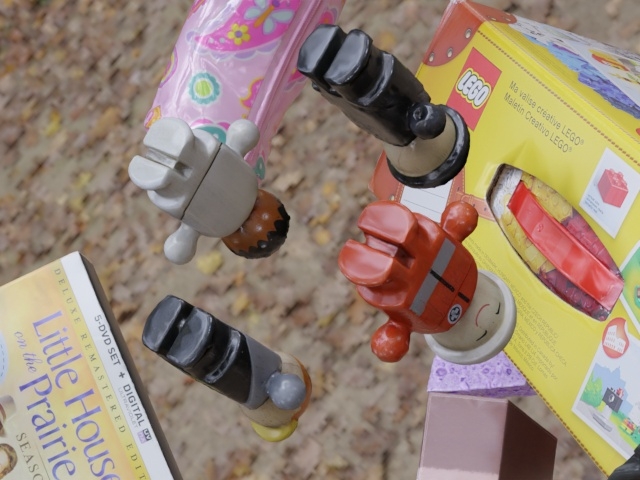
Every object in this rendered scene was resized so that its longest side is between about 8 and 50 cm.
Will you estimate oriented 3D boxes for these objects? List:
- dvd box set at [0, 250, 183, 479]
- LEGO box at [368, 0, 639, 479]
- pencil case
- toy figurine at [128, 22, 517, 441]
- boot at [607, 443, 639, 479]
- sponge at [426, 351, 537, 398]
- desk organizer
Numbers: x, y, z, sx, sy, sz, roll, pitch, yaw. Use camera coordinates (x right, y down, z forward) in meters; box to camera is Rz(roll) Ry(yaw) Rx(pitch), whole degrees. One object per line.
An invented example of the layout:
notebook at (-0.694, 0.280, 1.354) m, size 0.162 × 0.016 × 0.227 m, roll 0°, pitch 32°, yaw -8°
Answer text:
dvd box set at (-0.380, 0.235, 1.414) m, size 0.421 × 0.062 × 0.307 m, roll -25°, pitch 74°, yaw 0°
LEGO box at (0.315, 0.029, 1.023) m, size 0.193 × 0.373 × 0.500 m, roll -67°, pitch 31°, yaw 21°
pencil case at (-0.044, -0.193, 1.155) m, size 0.124 × 0.124 × 0.284 m, roll 31°, pitch 94°, yaw 55°
toy figurine at (0.000, 0.000, 0.830) m, size 0.210 × 0.148 × 0.213 m, roll -27°, pitch 54°, yaw 20°
boot at (0.278, 0.092, 0.539) m, size 0.348 × 0.260 × 0.131 m, roll -58°, pitch 45°, yaw 32°
sponge at (0.175, 0.050, 1.292) m, size 0.117 × 0.031 × 0.210 m, roll -10°, pitch 57°, yaw 44°
desk organizer at (0.093, 0.120, 0.732) m, size 0.047 × 0.130 × 0.050 m, roll 3°, pitch 74°, yaw 22°
